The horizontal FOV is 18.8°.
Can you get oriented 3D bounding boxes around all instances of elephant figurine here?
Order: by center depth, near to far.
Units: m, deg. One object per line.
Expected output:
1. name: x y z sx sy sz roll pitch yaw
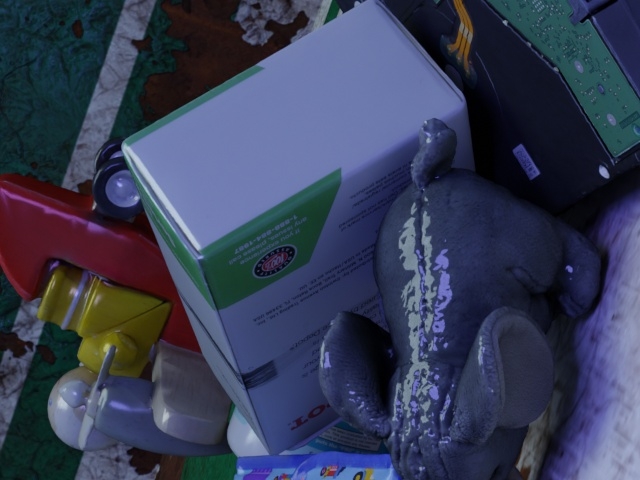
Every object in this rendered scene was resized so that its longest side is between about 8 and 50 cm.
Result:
1. elephant figurine: 0.086 0.088 1.225 0.169 0.186 0.239 -50 18 53

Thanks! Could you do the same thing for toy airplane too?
1. toy airplane: -0.149 0.113 1.931 0.272 0.384 0.386 -48 -32 5

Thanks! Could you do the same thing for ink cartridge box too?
1. ink cartridge box: 0.000 0.000 1.383 0.121 0.211 0.289 52 167 31

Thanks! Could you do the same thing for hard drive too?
1. hard drive: 0.126 -0.134 1.280 0.064 0.237 0.339 -30 -4 -16

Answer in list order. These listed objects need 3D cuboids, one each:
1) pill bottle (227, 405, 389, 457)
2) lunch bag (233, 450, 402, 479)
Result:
1. pill bottle: 0.029 0.077 1.633 0.146 0.146 0.264 -111 41 -77
2. lunch bag: 0.013 0.274 1.413 0.293 0.138 0.221 154 132 -69
